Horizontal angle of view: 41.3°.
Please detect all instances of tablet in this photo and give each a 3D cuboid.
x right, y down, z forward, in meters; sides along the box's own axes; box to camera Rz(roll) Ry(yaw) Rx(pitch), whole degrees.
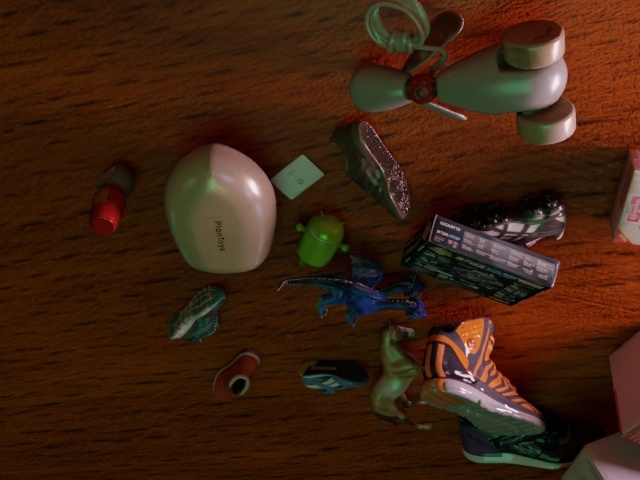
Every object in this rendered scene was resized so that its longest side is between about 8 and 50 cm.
[{"bbox_3d":[-0.040,-0.108,1.459,0.083,0.006,0.054,-35,114,31],"label":"tablet"}]

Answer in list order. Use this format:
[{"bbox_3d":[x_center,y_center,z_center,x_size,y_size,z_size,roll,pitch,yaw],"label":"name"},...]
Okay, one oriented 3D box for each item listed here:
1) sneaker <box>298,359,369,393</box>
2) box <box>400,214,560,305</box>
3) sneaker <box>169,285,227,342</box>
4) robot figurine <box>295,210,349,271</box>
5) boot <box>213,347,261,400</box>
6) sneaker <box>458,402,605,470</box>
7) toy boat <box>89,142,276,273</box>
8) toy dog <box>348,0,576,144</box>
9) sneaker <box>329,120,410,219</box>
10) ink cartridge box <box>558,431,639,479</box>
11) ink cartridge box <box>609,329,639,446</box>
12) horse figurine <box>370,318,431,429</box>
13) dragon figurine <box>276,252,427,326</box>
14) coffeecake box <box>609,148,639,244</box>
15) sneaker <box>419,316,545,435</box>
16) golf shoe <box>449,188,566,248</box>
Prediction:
[{"bbox_3d":[0.029,0.277,1.710,0.144,0.053,0.059,3,127,19],"label":"sneaker"},{"bbox_3d":[0.261,0.039,1.431,0.220,0.051,0.175,20,163,-4],"label":"box"},{"bbox_3d":[-0.225,0.148,1.664,0.076,0.065,0.166,27,132,-30],"label":"sneaker"},{"bbox_3d":[0.000,0.000,1.495,0.101,0.067,0.115,24,127,-3],"label":"robot figurine"},{"bbox_3d":[-0.182,0.295,1.743,0.059,0.084,0.158,28,128,-13],"label":"boot"},{"bbox_3d":[0.416,0.375,1.682,0.283,0.107,0.124,-5,119,14],"label":"sneaker"},{"bbox_3d":[-0.233,-0.068,1.457,0.318,0.148,0.267,3,133,-1],"label":"toy boat"},{"bbox_3d":[0.223,-0.252,1.240,0.334,0.161,0.220,21,132,13],"label":"toy dog"},{"bbox_3d":[0.084,-0.114,1.407,0.071,0.066,0.188,-10,120,38],"label":"sneaker"},{"bbox_3d":[0.568,0.470,1.627,0.201,0.117,0.278,-15,144,-19],"label":"ink cartridge box"},{"bbox_3d":[0.672,0.305,1.510,0.283,0.207,0.117,28,127,-11],"label":"ink cartridge box"},{"bbox_3d":[0.166,0.286,1.683,0.175,0.066,0.263,16,126,-9],"label":"horse figurine"},{"bbox_3d":[0.064,0.081,1.499,0.289,0.085,0.144,26,137,-36],"label":"dragon figurine"},{"bbox_3d":[0.569,-0.061,1.342,0.186,0.068,0.142,6,128,7],"label":"coffeecake box"},{"bbox_3d":[0.312,0.243,1.566,0.125,0.180,0.321,-19,141,40],"label":"sneaker"},{"bbox_3d":[0.311,-0.018,1.418,0.198,0.077,0.093,-9,125,18],"label":"golf shoe"}]
